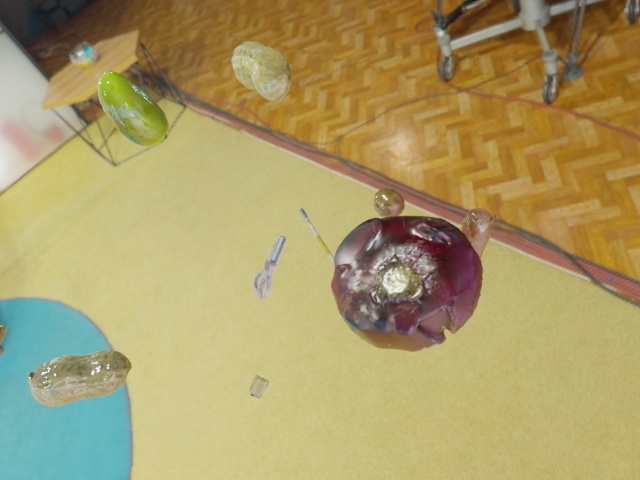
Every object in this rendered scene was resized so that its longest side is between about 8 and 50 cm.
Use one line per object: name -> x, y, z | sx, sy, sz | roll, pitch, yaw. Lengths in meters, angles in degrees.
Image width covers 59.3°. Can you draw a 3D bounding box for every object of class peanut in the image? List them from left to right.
peanut -> -0.712, 0.402, 1.647 | 0.292, 0.142, 0.159 | -9, -2, -4
peanut -> -0.183, -0.536, 1.765 | 0.147, 0.147, 0.305 | -41, 44, -10

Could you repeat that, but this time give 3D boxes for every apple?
apple -> 0.264, -0.141, 2.178 | 0.102, 0.126, 0.126 | -36, 41, -16

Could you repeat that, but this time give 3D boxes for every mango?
mango -> -0.598, -0.406, 1.799 | 0.149, 0.273, 0.185 | -34, 59, 5

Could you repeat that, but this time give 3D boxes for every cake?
cake -> -0.185, 0.436, 1.735 | 0.052, 0.121, 0.065 | 27, 55, 1

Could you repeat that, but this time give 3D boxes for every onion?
onion -> 0.258, 0.137, 1.540 | 0.399, 0.420, 0.398 | -15, 57, 25

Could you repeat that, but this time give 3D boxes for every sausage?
sausage -> 0.446, 0.073, 1.744 | 0.094, 0.418, 0.094 | -29, 52, -33

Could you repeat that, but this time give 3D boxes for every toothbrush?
toothbrush -> 0.000, 0.000, 2.143 | 0.021, 0.288, 0.024 | -32, 2, 10

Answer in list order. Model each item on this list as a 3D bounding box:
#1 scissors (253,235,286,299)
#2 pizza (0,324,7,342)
scissors -> -0.176, 0.091, 1.972 | 0.242, 0.031, 0.118 | -64, 33, 19
pizza -> -0.901, 0.264, 1.454 | 0.056, 0.271, 0.134 | -2, 90, 3
